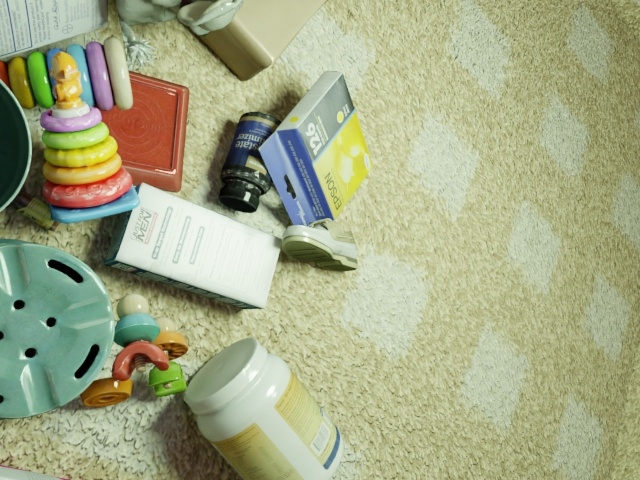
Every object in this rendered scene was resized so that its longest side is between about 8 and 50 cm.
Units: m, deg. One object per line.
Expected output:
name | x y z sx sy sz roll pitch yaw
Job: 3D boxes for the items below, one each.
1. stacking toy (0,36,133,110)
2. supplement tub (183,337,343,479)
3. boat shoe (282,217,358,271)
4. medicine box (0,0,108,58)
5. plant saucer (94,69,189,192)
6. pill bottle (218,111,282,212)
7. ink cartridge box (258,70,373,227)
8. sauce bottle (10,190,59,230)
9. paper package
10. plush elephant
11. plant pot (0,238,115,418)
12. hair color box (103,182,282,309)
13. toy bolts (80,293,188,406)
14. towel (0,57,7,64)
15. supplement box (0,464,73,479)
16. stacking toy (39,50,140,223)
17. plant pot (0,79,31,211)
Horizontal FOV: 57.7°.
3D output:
stacking toy | -0.538 -0.300 1.109 0.331 0.141 0.141 -12 90 -17
supplement tub | -0.121 0.390 1.258 0.228 0.228 0.316 -44 108 -30
boat shoe | 0.000 0.000 1.428 0.302 0.113 0.103 28 61 -61
medicine box | -0.586 -0.492 1.057 0.289 0.149 0.263 -33 76 -33
plant saucer | -0.409 -0.253 1.263 0.259 0.048 0.258 9 78 -33
pill bottle | -0.163 -0.182 1.371 0.123 0.123 0.219 25 70 -29
ink cartridge box | 0.005 -0.205 1.441 0.307 0.072 0.303 -58 142 -31
sauce bottle | -0.569 -0.067 1.134 0.128 0.042 0.042 36 65 -22
paper package | -0.181 -0.602 1.391 0.325 0.168 0.309 44 62 -22
plush elephant | -0.268 -0.505 1.122 0.256 0.272 0.329 -10 112 -14
plant pot | -0.512 0.144 0.966 0.341 0.334 0.340 6 79 -33
hair color box | -0.271 0.023 1.281 0.347 0.105 0.173 23 71 -30
toy bolts | -0.376 0.211 1.148 0.219 0.228 0.158 -10 61 -13
towel | -0.685 -0.401 1.111 0.113 0.023 0.151 -25 98 -33
supplement box | -0.546 0.472 1.032 0.220 0.111 0.113 26 70 -28
stacking toy | -0.450 -0.194 1.074 0.166 0.175 0.301 -14 124 -22
plant pot | -0.668 -0.162 0.966 0.293 0.196 0.292 -6 99 -45
